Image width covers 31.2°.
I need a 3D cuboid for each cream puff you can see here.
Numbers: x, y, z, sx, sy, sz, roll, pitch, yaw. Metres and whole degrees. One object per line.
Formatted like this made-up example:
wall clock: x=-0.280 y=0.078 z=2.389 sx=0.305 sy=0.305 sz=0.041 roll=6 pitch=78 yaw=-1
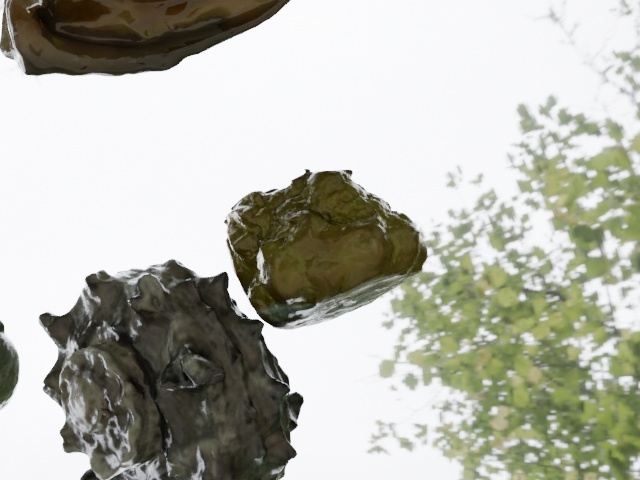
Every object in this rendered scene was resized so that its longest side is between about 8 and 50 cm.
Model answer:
cream puff: x=0.000 y=0.000 z=0.888 sx=0.146 sy=0.146 sz=0.116 roll=-21 pitch=-105 yaw=-18

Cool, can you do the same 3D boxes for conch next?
conch: x=-0.132 y=0.138 z=0.929 sx=0.240 sy=0.313 sz=0.186 roll=33 pitch=-118 yaw=10

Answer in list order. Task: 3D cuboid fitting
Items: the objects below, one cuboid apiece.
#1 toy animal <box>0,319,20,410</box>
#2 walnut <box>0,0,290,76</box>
toy animal: x=-0.416 y=0.185 z=1.256 sx=0.108 sy=0.236 sz=0.138 roll=27 pitch=-62 yaw=-2
walnut: x=-0.091 y=-0.195 z=0.486 sx=0.204 sy=0.238 sz=0.141 roll=-26 pitch=-127 yaw=4
